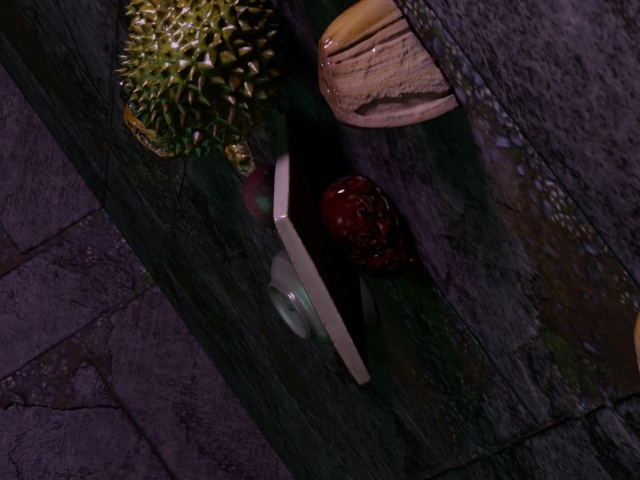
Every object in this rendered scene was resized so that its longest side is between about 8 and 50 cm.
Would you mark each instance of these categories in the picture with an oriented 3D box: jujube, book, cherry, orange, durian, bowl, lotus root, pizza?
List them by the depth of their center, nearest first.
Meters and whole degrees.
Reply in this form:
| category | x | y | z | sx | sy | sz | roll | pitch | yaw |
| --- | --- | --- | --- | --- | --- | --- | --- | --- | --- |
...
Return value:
| category | x | y | z | sx | sy | sz | roll | pitch | yaw |
| --- | --- | --- | --- | --- | --- | --- | --- | --- | --- |
| lotus root | 0.060 | -0.192 | 1.565 | 0.095 | 0.135 | 0.159 | 137 | 111 | -74 |
| durian | -0.151 | -0.251 | 1.847 | 0.291 | 0.224 | 0.291 | 0 | -90 | -82 |
| jujube | 0.059 | -0.015 | 1.901 | 0.104 | 0.104 | 0.166 | 25 | 145 | 60 |
| book | 0.000 | 0.000 | 1.926 | 0.389 | 0.032 | 0.269 | -94 | -21 | -64 |
| cherry | -0.076 | -0.063 | 2.221 | 0.107 | 0.090 | 0.225 | 40 | 173 | -1 |
| bowl | -0.010 | 0.087 | 2.267 | 0.211 | 0.112 | 0.211 | 48 | 162 | 20 |
| pizza | -0.132 | -0.133 | 2.336 | 0.109 | 0.026 | 0.123 | 56 | 163 | -8 |
| orange | -0.261 | -0.211 | 2.363 | 0.155 | 0.134 | 0.155 | 57 | 166 | 22 |

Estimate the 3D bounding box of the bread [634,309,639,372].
| category | x | y | z | sx | sy | sz | roll | pitch | yaw |
| --- | --- | --- | --- | --- | --- | --- | --- | --- | --- |
| bread | 0.384 | 0.123 | 1.263 | 0.217 | 0.098 | 0.147 | 38 | 154 | 41 |
